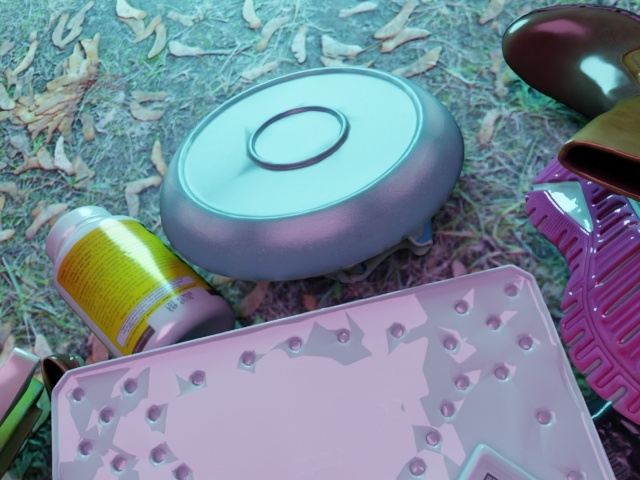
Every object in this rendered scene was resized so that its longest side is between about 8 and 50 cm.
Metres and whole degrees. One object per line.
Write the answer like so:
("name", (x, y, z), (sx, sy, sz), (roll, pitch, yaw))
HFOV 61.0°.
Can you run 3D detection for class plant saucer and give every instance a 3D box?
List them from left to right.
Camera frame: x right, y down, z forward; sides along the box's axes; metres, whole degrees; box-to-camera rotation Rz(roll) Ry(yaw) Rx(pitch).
("plant saucer", (-0.019, -0.093, 0.548), (0.317, 0.044, 0.318), (-9, 45, 9))

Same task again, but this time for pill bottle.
("pill bottle", (-0.199, 0.053, 0.581), (0.215, 0.117, 0.117), (37, 85, 25))

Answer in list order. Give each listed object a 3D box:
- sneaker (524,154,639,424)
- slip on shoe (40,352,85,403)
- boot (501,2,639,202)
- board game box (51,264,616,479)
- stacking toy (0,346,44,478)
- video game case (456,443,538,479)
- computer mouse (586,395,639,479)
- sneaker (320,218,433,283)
("sneaker", (0.253, 0.028, 0.423), (0.111, 0.103, 0.252), (20, 47, -18))
("slip on shoe", (-0.271, 0.184, 0.597), (0.051, 0.041, 0.135), (-30, 65, 5))
("boot", (0.233, -0.100, 0.440), (0.264, 0.096, 0.280), (36, 44, 16))
("board game box", (0.019, 0.244, 0.375), (0.389, 0.050, 0.390), (-14, 67, 0))
("stacking toy", (-0.286, 0.261, 0.478), (0.130, 0.309, 0.280), (32, 57, -14))
("video game case", (0.125, 0.255, 0.322), (0.173, 0.022, 0.190), (32, 73, 17))
("computer mouse", (0.261, 0.203, 0.423), (0.262, 0.060, 0.184), (-37, 68, -4))
("sneaker", (0.000, 0.000, 0.556), (0.228, 0.087, 0.092), (-19, 66, 11))
